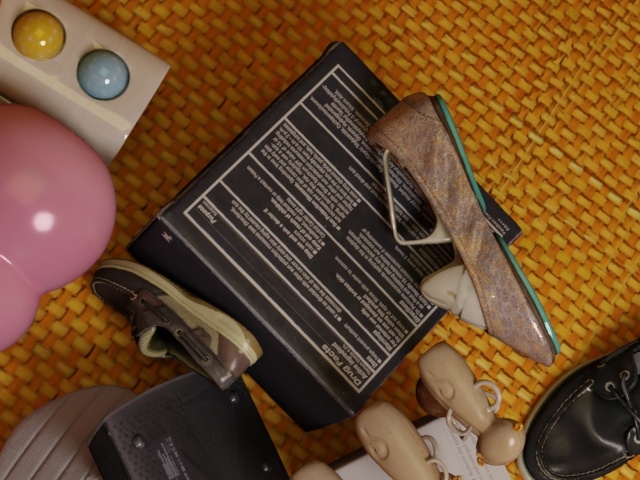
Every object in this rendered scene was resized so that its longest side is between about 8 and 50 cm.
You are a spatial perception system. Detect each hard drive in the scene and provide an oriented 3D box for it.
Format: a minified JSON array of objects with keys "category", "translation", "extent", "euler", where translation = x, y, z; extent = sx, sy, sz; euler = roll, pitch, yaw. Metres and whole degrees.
[{"category":"hard drive","translation":[-0.134,0.229,1.628],"extent":[0.255,0.054,0.172],"euler":[-19,82,-62]}]

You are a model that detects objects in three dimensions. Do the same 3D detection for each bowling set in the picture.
[{"category":"bowling set","translation":[0.127,0.203,1.557],"extent":[0.154,0.287,0.200],"euler":[51,39,10]}]

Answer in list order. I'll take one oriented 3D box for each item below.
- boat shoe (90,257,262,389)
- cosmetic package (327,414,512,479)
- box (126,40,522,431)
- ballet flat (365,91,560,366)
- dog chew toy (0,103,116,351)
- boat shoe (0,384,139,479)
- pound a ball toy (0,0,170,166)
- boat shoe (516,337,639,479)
[{"category":"boat shoe","translation":[-0.166,0.088,1.661],"extent":[0.223,0.080,0.073],"euler":[25,61,28]},{"category":"cosmetic package","translation":[0.096,0.285,1.705],"extent":[0.184,0.151,0.151],"euler":[-24,85,-21]},{"category":"box","translation":[0.000,0.000,1.728],"extent":[0.296,0.183,0.294],"euler":[46,67,-4]},{"category":"ballet flat","translation":[0.137,0.003,1.638],"extent":[0.106,0.107,0.316],"euler":[-25,82,-2]},{"category":"dog chew toy","translation":[-0.358,0.024,1.609],"extent":[0.206,0.206,0.332],"euler":[36,77,-6]},{"category":"boat shoe","translation":[-0.287,0.280,1.597],"extent":[0.121,0.119,0.335],"euler":[22,42,18]},{"category":"pound a ball toy","translation":[-0.313,-0.251,1.718],"extent":[0.319,0.136,0.208],"euler":[32,69,-8]},{"category":"boat shoe","translation":[0.379,0.180,1.842],"extent":[0.340,0.113,0.127],"euler":[-26,86,-22]}]
